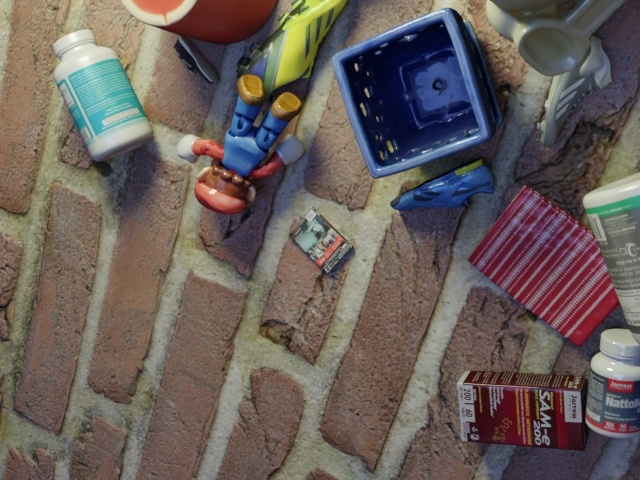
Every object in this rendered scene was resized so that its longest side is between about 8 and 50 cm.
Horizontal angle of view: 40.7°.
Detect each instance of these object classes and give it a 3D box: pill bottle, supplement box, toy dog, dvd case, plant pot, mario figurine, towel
[{"bbox_3d":[0.596,0.058,1.445,0.204,0.204,0.361,-21,91,27],"label":"pill bottle"},{"bbox_3d":[0.396,0.332,1.696,0.239,0.073,0.130,-2,103,24],"label":"supplement box"},{"bbox_3d":[-0.479,-0.315,1.867,0.146,0.146,0.264,-23,94,28],"label":"pill bottle"},{"bbox_3d":[0.289,-0.510,1.359,0.284,0.395,0.408,-54,46,39],"label":"toy dog"},{"bbox_3d":[0.000,0.000,1.815,0.119,0.013,0.087,44,117,6],"label":"dvd case"},{"bbox_3d":[0.189,-0.266,1.544,0.236,0.212,0.236,-17,96,27],"label":"plant pot"},{"bbox_3d":[0.549,0.260,1.587,0.108,0.108,0.180,6,107,23],"label":"pill bottle"},{"bbox_3d":[-0.164,-0.194,1.772,0.198,0.170,0.320,47,127,17],"label":"mario figurine"},{"bbox_3d":[0.440,0.049,1.622,0.275,0.031,0.199,39,116,10],"label":"towel"},{"bbox_3d":[-0.249,-0.512,1.655,0.275,0.243,0.275,7,107,23],"label":"plant pot"}]

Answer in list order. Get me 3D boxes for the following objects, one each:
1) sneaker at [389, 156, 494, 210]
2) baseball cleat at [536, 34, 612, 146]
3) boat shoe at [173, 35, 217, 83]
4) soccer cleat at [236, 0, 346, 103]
[{"bbox_3d":[0.233,-0.085,1.656,0.209,0.069,0.082,-22,98,27],"label":"sneaker"},{"bbox_3d":[0.448,-0.258,1.511,0.109,0.072,0.206,13,113,14],"label":"baseball cleat"},{"bbox_3d":[-0.264,-0.372,1.811,0.038,0.046,0.125,-43,82,27],"label":"boat shoe"},{"bbox_3d":[-0.041,-0.387,1.700,0.289,0.093,0.121,-40,117,23],"label":"soccer cleat"}]
